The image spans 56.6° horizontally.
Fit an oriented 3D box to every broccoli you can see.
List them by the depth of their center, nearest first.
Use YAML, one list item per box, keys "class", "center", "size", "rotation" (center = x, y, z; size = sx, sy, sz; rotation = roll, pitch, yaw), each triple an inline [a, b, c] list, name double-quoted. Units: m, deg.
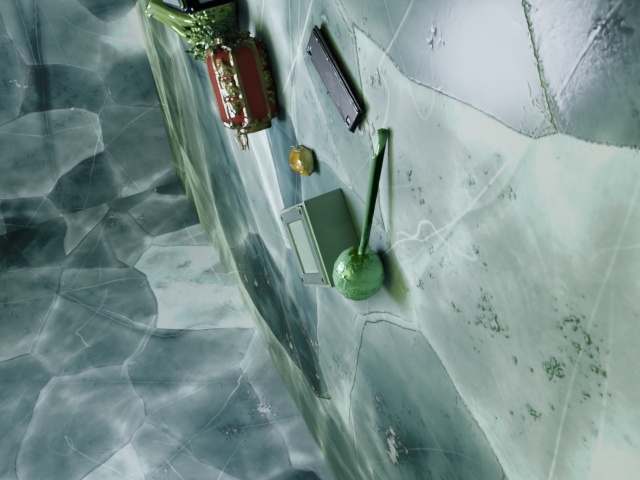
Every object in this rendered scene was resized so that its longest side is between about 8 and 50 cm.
- class: "broccoli"
  center: [-0.351, -0.661, 1.725]
  size: [0.260, 0.235, 0.288]
  rotation: [43, 163, -20]

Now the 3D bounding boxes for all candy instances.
- class: "candy"
  center: [0.104, -0.044, 1.272]
  size: [0.119, 0.119, 0.440]
  rotation: [54, 147, 41]

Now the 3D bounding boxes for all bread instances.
- class: "bread"
  center: [-0.052, -0.212, 1.585]
  size: [0.106, 0.053, 0.072]
  rotation: [-133, 32, -62]

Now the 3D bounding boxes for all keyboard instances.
- class: "keyboard"
  center: [0.029, -0.338, 1.250]
  size: [0.230, 0.025, 0.094]
  rotation: [65, 160, 16]

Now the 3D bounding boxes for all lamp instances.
- class: "lamp"
  center: [-0.214, -0.432, 1.640]
  size: [0.177, 0.177, 0.274]
  rotation: [35, 141, 61]

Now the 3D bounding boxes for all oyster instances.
- class: "oyster"
  center: [-0.282, -0.367, 2.134]
  size: [0.051, 0.034, 0.093]
  rotation: [38, 136, 31]

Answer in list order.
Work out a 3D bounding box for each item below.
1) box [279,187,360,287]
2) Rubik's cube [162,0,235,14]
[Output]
- class: "box"
  center: [0.000, 0.000, 1.551]
  size: [0.225, 0.117, 0.225]
  rotation: [71, 162, -2]
- class: "Rubik's cube"
  center: [-0.255, -0.679, 1.365]
  size: [0.246, 0.248, 0.250]
  rotation: [44, 150, 55]
